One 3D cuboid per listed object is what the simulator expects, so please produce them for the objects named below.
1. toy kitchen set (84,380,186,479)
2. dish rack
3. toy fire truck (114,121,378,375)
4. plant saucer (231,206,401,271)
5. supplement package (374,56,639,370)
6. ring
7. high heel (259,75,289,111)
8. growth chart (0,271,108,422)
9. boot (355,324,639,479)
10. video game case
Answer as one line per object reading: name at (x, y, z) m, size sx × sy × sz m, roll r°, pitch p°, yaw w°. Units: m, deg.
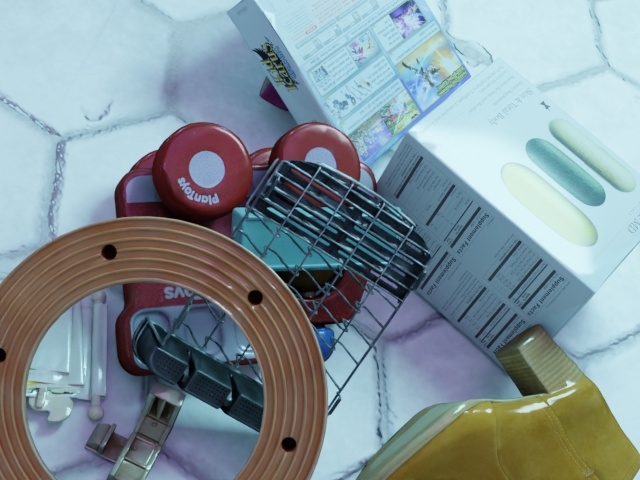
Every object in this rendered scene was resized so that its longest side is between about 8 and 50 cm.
toy kitchen set at (-0.184, 0.184, 1.106) m, size 0.068 × 0.075 × 0.083 m, roll 26°, pitch 48°, yaw -1°
dish rack at (-0.031, 0.059, 1.123) m, size 0.208 × 0.271 × 0.074 m, roll 32°, pitch 6°, yaw -18°
toy fire truck at (-0.076, 0.013, 1.235) m, size 0.302 × 0.169 × 0.254 m, roll -3°, pitch 84°, yaw -24°
plant saucer at (0.000, 0.000, 1.181) m, size 0.192 × 0.018 × 0.067 m, roll -1°, pitch 102°, yaw -26°
supplement package at (0.216, -0.028, 1.327) m, size 0.263 × 0.198 × 0.199 m, roll 42°, pitch 52°, yaw 10°
ring at (-0.160, 0.145, 1.055) m, size 0.337 × 0.032 × 0.336 m, roll 0°, pitch 92°, yaw 0°
high heel at (-0.037, -0.272, 1.479) m, size 0.117 × 0.082 × 0.244 m, roll 6°, pitch 67°, yaw -29°
growth chart at (-0.324, 0.096, 1.150) m, size 0.237 × 0.021 × 0.172 m, roll 13°, pitch 54°, yaw -12°
boot at (0.195, 0.248, 1.196) m, size 0.295 × 0.104 × 0.211 m, roll -36°, pitch 92°, yaw -19°
video game case at (0.043, -0.242, 1.432) m, size 0.269 × 0.061 × 0.244 m, roll -42°, pitch 102°, yaw -40°
